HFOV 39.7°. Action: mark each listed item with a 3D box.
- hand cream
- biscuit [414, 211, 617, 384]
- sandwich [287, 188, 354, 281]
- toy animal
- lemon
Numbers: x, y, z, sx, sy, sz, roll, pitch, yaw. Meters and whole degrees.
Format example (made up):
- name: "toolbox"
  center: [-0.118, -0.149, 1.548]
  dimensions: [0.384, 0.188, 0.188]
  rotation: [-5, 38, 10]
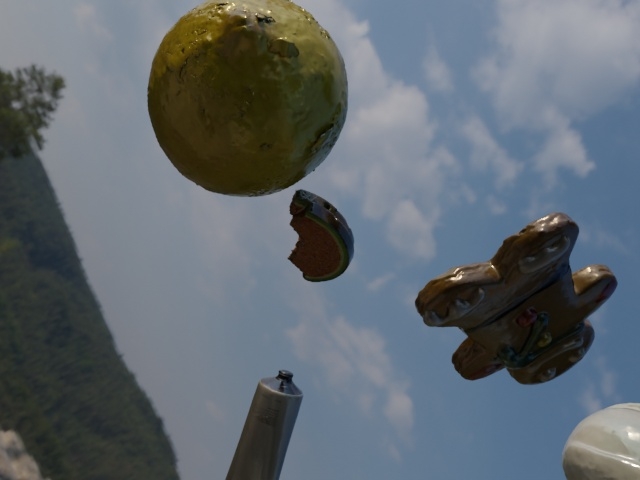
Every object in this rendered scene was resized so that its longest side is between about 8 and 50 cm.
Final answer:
- name: "hand cream"
  center: [-0.068, 0.241, 1.043]
  dimensions: [0.087, 0.054, 0.186]
  rotation: [22, -84, 40]
- name: "biscuit"
  center: [0.224, 0.084, 0.936]
  dimensions: [0.301, 0.196, 0.049]
  rotation: [49, 13, -53]
- name: "sandwich"
  center: [0.002, 0.001, 0.881]
  dimensions: [0.067, 0.029, 0.135]
  rotation: [16, -31, 10]
- name: "toy animal"
  center: [0.442, 0.312, 1.093]
  dimensions: [0.289, 0.249, 0.174]
  rotation: [2, -64, 21]
- name: "lemon"
  center: [-0.063, -0.127, 0.766]
  dimensions: [0.174, 0.173, 0.206]
  rotation: [61, -19, 11]
